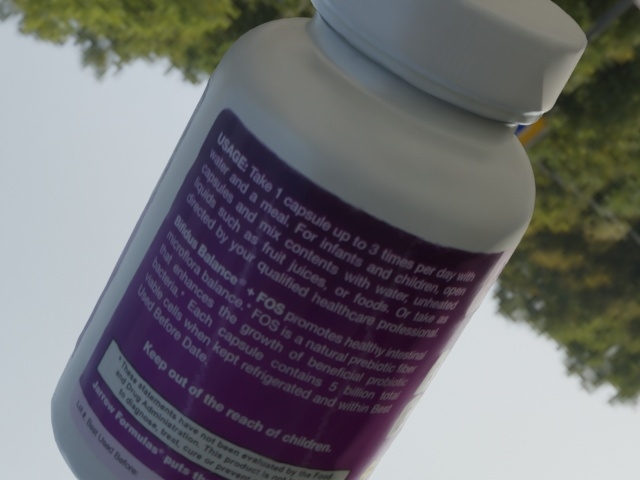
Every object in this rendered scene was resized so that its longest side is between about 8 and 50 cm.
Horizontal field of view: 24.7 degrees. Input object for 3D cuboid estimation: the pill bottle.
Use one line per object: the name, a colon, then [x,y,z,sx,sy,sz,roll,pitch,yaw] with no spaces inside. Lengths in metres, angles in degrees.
pill bottle: [0.000,0.000,0.716,0.169,0.301,0.169,25,-158,-11]
